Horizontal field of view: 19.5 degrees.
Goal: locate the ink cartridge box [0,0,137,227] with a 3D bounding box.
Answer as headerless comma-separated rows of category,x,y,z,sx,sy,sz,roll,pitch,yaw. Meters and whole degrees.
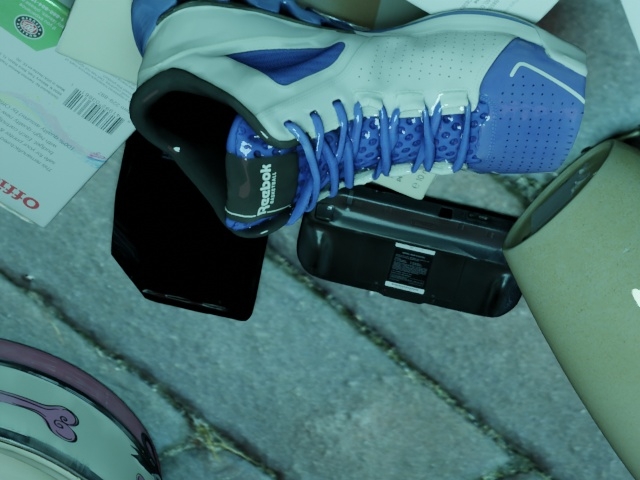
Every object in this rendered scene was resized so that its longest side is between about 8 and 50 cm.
ink cartridge box,-0.224,-0.129,1.500,0.154,0.093,0.212,33,129,-18

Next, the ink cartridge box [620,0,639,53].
ink cartridge box,0.255,-0.208,1.169,0.117,0.201,0.278,-23,83,30

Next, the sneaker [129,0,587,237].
sneaker,0.010,-0.071,1.241,0.316,0.182,0.127,11,133,1

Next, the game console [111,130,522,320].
game console,0.000,0.000,1.609,0.361,0.044,0.213,13,135,0

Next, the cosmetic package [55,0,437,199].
cosmetic package,-0.027,-0.168,1.385,0.296,0.153,0.129,21,131,-9

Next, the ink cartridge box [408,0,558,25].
ink cartridge box,0.075,-0.241,1.296,0.203,0.148,0.086,29,132,-15

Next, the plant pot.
plant pot,0.283,0.059,1.490,0.274,0.256,0.256,43,128,-6

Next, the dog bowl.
dog bowl,-0.337,0.260,1.844,0.408,0.150,0.408,6,134,6
